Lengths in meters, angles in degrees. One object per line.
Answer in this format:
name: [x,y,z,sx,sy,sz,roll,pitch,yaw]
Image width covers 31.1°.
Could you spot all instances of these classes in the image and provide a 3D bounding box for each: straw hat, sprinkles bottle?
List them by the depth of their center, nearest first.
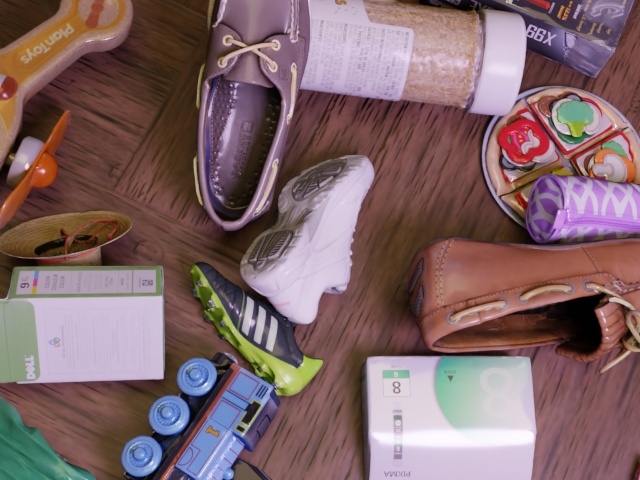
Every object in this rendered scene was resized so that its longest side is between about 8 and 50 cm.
straw hat: [-0.271,0.019,1.243,0.145,0.144,0.061,-9,112,-9]
sprinkles bottle: [0.052,-0.223,1.331,0.356,0.121,0.121,6,71,-4]

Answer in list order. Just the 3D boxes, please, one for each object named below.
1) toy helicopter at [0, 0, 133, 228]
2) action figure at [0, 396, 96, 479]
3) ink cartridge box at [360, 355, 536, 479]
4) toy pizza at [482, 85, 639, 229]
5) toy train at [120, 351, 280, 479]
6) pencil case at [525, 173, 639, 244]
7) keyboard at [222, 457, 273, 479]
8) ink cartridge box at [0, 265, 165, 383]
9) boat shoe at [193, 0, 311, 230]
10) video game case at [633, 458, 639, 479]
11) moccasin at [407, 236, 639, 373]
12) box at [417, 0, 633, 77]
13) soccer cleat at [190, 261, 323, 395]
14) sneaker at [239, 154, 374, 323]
toy helicopter: [-0.339,-0.160,1.264,0.355,0.140,0.235,-42,82,-20]
action figure: [-0.309,0.238,1.166,0.232,0.063,0.137,28,69,8]
ink cartridge box: [0.137,0.235,1.221,0.181,0.056,0.224,0,69,-6]
toy pizza: [0.291,-0.095,1.360,0.201,0.032,0.201,2,71,-5]
toy train: [-0.124,0.203,1.181,0.105,0.080,0.184,27,70,19]
pencil case: [0.334,-0.024,1.290,0.206,0.088,0.086,4,115,-18]
keyboard: [-0.127,0.386,1.153,0.317,0.033,0.201,-42,75,-16]
ink cartridge box: [-0.266,0.087,1.188,0.209,0.109,0.062,-1,33,-9]
boat shoe: [-0.075,-0.170,1.229,0.117,0.096,0.324,9,105,-4]
video game case: [0.396,0.397,1.207,0.204,0.025,0.285,21,70,2]
moccasin: [0.284,0.073,1.222,0.380,0.139,0.147,5,53,-17]
box: [0.292,-0.387,1.436,0.243,0.076,0.307,23,71,2]
soccer cleat: [-0.072,0.089,1.250,0.072,0.060,0.179,-37,85,-27]
sneaker: [0.000,0.000,1.278,0.232,0.090,0.115,-54,126,-35]
